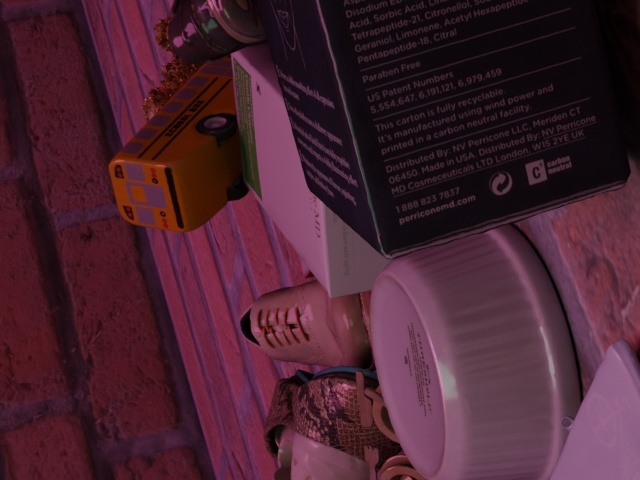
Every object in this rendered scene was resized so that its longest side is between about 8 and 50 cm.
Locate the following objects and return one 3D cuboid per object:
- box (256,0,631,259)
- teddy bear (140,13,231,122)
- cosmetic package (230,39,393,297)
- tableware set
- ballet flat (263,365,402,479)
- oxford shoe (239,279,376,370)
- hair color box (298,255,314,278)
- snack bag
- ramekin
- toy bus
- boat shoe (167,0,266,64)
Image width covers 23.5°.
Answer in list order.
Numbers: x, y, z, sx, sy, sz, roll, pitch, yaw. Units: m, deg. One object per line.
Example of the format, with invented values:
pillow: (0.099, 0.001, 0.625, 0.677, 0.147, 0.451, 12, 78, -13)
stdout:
box: (0.064, -0.225, 1.251, 0.293, 0.212, 0.395, -133, 26, -72)
teddy bear: (-0.146, -0.241, 2.201, 0.113, 0.338, 0.245, -29, 108, 39)
cosmetic package: (0.020, -0.102, 1.768, 0.365, 0.155, 0.197, -128, 31, -63)
tableware set: (0.101, 0.251, 1.811, 0.039, 0.128, 0.194, -45, -44, -51)
ballet flat: (0.010, 0.268, 2.052, 0.182, 0.164, 0.483, -66, 8, -9)
oxford shoe: (-0.012, 0.121, 2.082, 0.397, 0.146, 0.140, 156, 103, -75)
hair color box: (0.000, 0.000, 2.149, 0.141, 0.043, 0.072, 125, 132, -72)
snack bag: (0.282, 0.288, 1.308, 0.342, 0.037, 0.323, 99, 154, -49)
ramekin: (0.142, 0.120, 1.525, 0.273, 0.127, 0.273, 168, 90, -76)
toy bus: (-0.132, -0.146, 2.010, 0.332, 0.130, 0.108, -54, -37, -45)
boat shoe: (-0.104, -0.306, 1.839, 0.132, 0.130, 0.355, 57, -158, -12)
